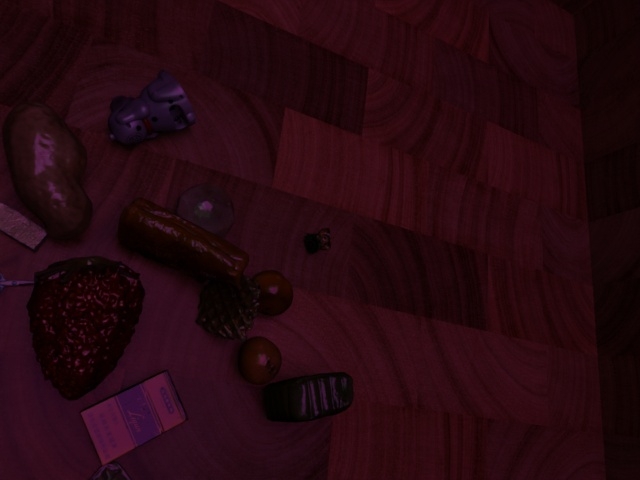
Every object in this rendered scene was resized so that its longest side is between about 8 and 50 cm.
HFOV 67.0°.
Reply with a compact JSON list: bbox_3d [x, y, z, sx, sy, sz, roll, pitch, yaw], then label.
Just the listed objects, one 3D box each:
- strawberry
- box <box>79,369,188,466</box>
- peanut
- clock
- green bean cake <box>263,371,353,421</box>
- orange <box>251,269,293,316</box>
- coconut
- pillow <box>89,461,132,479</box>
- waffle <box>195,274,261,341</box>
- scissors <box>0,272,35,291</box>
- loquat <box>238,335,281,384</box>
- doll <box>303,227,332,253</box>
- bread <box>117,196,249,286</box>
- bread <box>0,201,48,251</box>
[{"bbox_3d":[-0.593,0.212,1.248,0.292,0.292,0.343,1,99,-27],"label":"strawberry"},{"bbox_3d":[-0.500,0.472,1.305,0.237,0.070,0.152,-22,86,-28],"label":"box"},{"bbox_3d":[-0.734,-0.191,1.319,0.192,0.169,0.387,-14,86,-34],"label":"peanut"},{"bbox_3d":[-0.537,-0.384,1.488,0.254,0.189,0.189,-31,91,-15],"label":"clock"},{"bbox_3d":[-0.032,0.461,1.439,0.222,0.248,0.125,0,75,-30],"label":"green bean cake"},{"bbox_3d":[-0.160,0.164,1.522,0.156,0.156,0.134,26,45,-18],"label":"orange"},{"bbox_3d":[-0.349,-0.084,1.466,0.194,0.194,0.194,8,72,-25],"label":"coconut"},{"bbox_3d":[-0.513,0.686,1.254,0.217,0.033,0.130,45,58,-9],"label":"pillow"},{"bbox_3d":[-0.274,0.188,1.444,0.054,0.214,0.208,45,59,-61],"label":"waffle"},{"bbox_3d":[-0.813,0.113,1.276,0.119,0.014,0.058,3,79,-23],"label":"scissors"},{"bbox_3d":[-0.182,0.360,1.457,0.141,0.141,0.141,8,72,-25],"label":"loquat"},{"bbox_3d":[-0.011,0.000,1.703,0.113,0.077,0.078,-29,117,-58],"label":"doll"},{"bbox_3d":[-0.396,0.031,1.387,0.380,0.185,0.109,27,43,-3],"label":"bread"},{"bbox_3d":[-0.820,-0.037,1.308,0.154,0.028,0.068,35,63,-13],"label":"bread"}]
